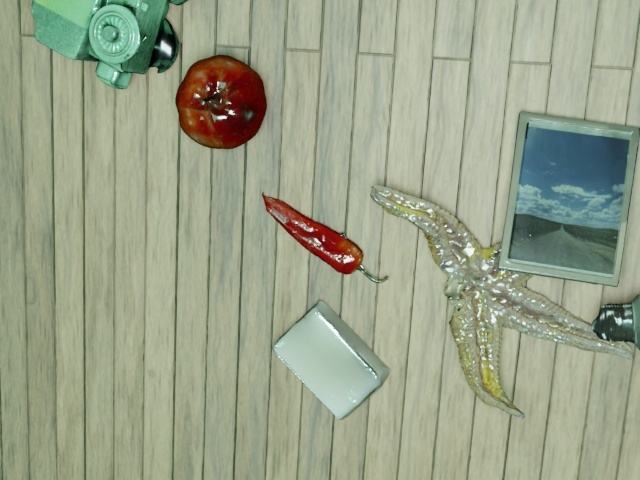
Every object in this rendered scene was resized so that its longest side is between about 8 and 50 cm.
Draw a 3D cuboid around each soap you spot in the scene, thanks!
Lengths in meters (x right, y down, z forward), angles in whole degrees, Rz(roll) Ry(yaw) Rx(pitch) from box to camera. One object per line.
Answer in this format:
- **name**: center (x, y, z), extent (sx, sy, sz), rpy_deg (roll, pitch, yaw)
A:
- **soap**: center (0.019, 0.211, 1.440), extent (0.183, 0.064, 0.121), rpy_deg (47, 108, 1)

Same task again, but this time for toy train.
- **toy train**: center (-0.337, -0.413, 1.344), extent (0.238, 0.167, 0.299), rpy_deg (28, 105, 12)

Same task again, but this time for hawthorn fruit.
- **hawthorn fruit**: center (-0.166, -0.223, 1.326), extent (0.157, 0.194, 0.157), rpy_deg (0, 98, 2)

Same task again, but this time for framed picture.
- **framed picture**: center (0.386, -0.065, 1.270), extent (0.189, 0.023, 0.260), rpy_deg (9, 83, 7)

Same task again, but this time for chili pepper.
- **chili pepper**: center (0.000, 0.000, 1.408), extent (0.268, 0.050, 0.059), rpy_deg (36, 123, 5)

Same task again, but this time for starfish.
- **starfish**: center (0.301, 0.078, 1.317), extent (0.384, 0.132, 0.398), rpy_deg (-10, 85, 6)

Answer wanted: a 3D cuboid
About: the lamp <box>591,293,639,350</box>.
- **lamp**: center (0.586, 0.109, 1.215), extent (0.314, 0.182, 0.182), rpy_deg (12, 104, 2)
